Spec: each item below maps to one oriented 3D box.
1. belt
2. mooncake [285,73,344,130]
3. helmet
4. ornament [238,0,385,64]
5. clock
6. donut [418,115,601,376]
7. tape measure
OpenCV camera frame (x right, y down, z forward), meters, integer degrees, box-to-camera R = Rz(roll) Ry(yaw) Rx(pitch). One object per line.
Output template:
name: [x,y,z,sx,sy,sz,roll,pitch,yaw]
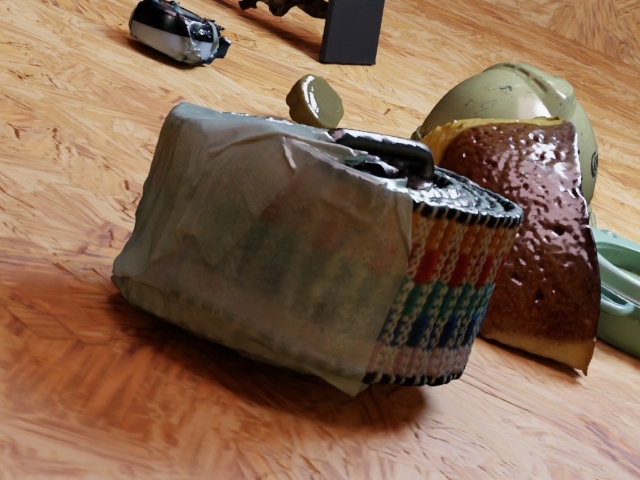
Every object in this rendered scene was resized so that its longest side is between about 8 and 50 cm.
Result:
belt: [0.000,0.000,1.181,0.207,0.150,0.257,24,11,37]
mooncake: [-0.110,-0.235,1.823,0.150,0.057,0.347,-7,56,-53]
helmet: [0.196,-0.096,1.850,0.204,0.137,0.257,17,16,-25]
ornament: [-0.036,-0.308,2.280,0.196,0.166,0.153,13,9,21]
clock: [0.265,0.052,1.587,0.148,0.060,0.188,26,15,6]
donut: [0.136,-0.024,1.501,0.112,0.151,0.295,7,20,-20]
tape measure: [-0.141,-0.205,1.876,0.091,0.054,0.094,26,10,14]
